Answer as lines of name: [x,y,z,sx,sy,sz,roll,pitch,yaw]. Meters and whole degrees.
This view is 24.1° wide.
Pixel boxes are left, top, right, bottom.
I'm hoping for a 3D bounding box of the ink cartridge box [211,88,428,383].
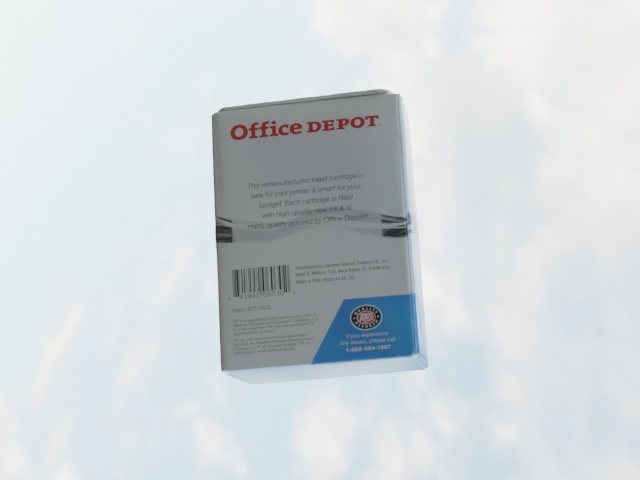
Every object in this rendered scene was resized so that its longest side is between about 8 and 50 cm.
ink cartridge box: [0.000,0.000,1.076,0.082,0.139,0.191,51,35,-72]
